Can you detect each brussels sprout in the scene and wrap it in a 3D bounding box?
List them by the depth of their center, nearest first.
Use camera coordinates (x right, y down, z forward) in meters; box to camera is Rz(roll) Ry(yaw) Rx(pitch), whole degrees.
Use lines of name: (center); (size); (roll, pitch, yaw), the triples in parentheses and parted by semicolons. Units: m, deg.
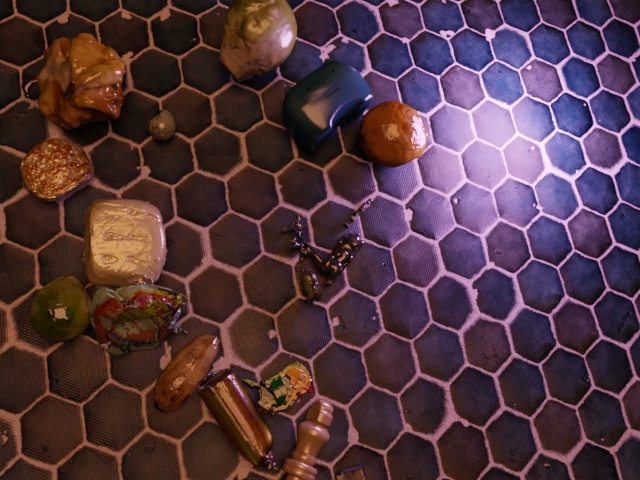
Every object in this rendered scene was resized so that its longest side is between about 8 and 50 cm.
brussels sprout: (-0.728, 0.193, 1.689); (0.162, 0.144, 0.180); (-28, 57, 2)
brussels sprout: (-0.206, -0.679, 1.970); (0.243, 0.274, 0.316); (37, 70, -20)

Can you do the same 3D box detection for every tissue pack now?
tissue pack: (0.010, -0.453, 1.987); (0.287, 0.198, 0.206); (-39, 85, -17)

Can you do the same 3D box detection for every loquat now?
loquat: (0.242, -0.356, 2.008); (0.238, 0.193, 0.238); (1, 81, -9)

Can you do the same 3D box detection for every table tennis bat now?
table tennis bat: (-0.323, 0.397, 1.743); (0.007, 0.083, 0.050); (38, 108, 9)

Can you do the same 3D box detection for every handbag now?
handbag: (-0.033, 0.138, 1.875); (0.047, 0.072, 0.111); (-17, 98, -30)

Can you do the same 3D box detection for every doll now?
doll: (-0.116, 0.427, 1.758); (0.186, 0.106, 0.134); (-23, 69, -16)

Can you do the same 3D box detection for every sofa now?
sofa: (0.104, 0.735, 1.744); (0.085, 0.060, 0.147); (-18, 77, 2)

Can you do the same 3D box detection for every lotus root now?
lotus root: (-0.387, 0.375, 1.728); (0.110, 0.097, 0.258); (32, 67, 2)

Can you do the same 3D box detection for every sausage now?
sausage: (-0.214, 0.521, 1.701); (0.117, 0.125, 0.317); (-35, 84, -8)

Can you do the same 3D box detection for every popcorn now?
popcorn: (-0.720, -0.468, 1.834); (0.316, 0.281, 0.297); (42, 111, 23)

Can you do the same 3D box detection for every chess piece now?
chess piece: (-0.056, 0.647, 1.707); (0.117, 0.117, 0.397); (24, 69, -3)

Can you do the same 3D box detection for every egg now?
egg: (-0.503, -0.368, 1.923); (0.085, 0.085, 0.110); (7, 70, -9)

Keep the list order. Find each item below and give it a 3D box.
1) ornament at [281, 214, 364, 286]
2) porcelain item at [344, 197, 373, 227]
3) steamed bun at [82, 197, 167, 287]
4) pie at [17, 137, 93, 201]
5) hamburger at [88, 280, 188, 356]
ornament: (0.000, 0.000, 1.917); (0.236, 0.080, 0.202); (39, 75, 2)
porcelain item: (0.131, -0.098, 1.973); (0.021, 0.075, 0.136); (43, 70, 2)
steamed bun: (-0.571, 0.018, 1.761); (0.232, 0.166, 0.272); (-1, 77, -22)
pie: (-0.798, -0.212, 1.821); (0.205, 0.084, 0.179); (-41, 86, -20)
hamburger: (-0.513, 0.198, 1.691); (0.261, 0.276, 0.150); (-8, 52, -20)
